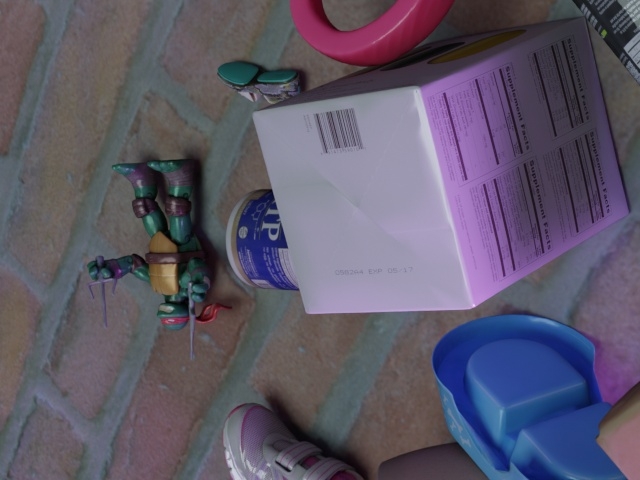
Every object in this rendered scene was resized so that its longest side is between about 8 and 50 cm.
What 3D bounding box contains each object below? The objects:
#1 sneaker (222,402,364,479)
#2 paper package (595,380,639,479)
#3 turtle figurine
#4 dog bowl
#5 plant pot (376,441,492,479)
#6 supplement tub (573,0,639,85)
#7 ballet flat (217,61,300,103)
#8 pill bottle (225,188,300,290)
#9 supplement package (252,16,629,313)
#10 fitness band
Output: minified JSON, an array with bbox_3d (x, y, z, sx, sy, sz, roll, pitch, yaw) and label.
[{"bbox_3d":[-0.009,0.284,1.842,0.252,0.103,0.111,49,130,5],"label":"sneaker"},{"bbox_3d":[0.434,0.159,1.206,0.309,0.168,0.325,50,131,9],"label":"paper package"},{"bbox_3d":[-0.189,0.023,1.865,0.175,0.118,0.234,-3,92,28],"label":"turtle figurine"},{"bbox_3d":[0.220,0.180,1.497,0.297,0.166,0.074,-131,33,-49],"label":"dog bowl"},{"bbox_3d":[0.205,0.313,1.567,0.191,0.284,0.284,-26,91,11],"label":"plant pot"},{"bbox_3d":[0.299,-0.182,1.339,0.198,0.106,0.106,54,134,9],"label":"supplement tub"},{"bbox_3d":[-0.067,-0.168,1.722,0.114,0.041,0.041,13,117,39],"label":"ballet flat"},{"bbox_3d":[0.000,0.000,1.685,0.186,0.112,0.112,1,110,41],"label":"pill bottle"},{"bbox_3d":[0.115,-0.070,1.442,0.199,0.262,0.198,-4,106,43],"label":"supplement package"},{"bbox_3d":[0.066,-0.303,1.454,0.209,0.054,0.291,36,102,42],"label":"fitness band"}]
